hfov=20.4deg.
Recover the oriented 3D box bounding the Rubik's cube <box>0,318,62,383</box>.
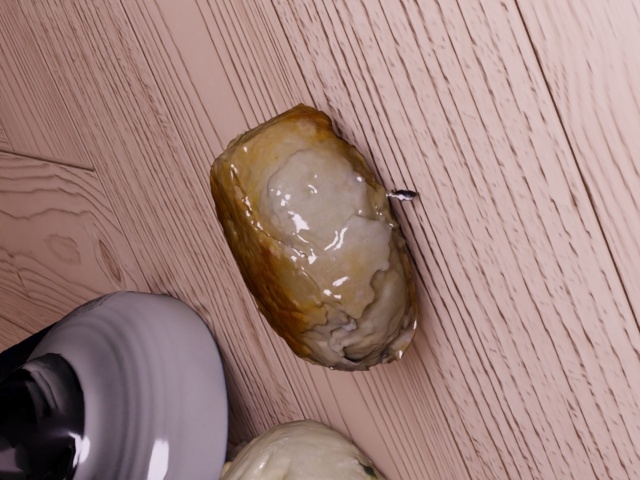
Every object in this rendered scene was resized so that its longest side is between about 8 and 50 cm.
[{"bbox_3d":[-0.295,0.287,1.770,0.288,0.283,0.293,58,157,12],"label":"Rubik's cube"}]

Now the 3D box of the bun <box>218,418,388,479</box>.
[{"bbox_3d":[-0.009,0.260,1.208,0.259,0.160,0.259,46,154,30],"label":"bun"}]

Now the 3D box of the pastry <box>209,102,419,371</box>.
[{"bbox_3d":[-0.005,0.001,0.955,0.153,0.081,0.153,48,160,24],"label":"pastry"}]

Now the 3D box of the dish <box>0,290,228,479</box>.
[{"bbox_3d":[-0.203,0.161,1.365,0.273,0.134,0.273,-25,57,46],"label":"dish"}]

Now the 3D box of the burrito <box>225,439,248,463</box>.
[{"bbox_3d":[-0.043,0.341,1.425,0.332,0.190,0.135,61,-163,9],"label":"burrito"}]
